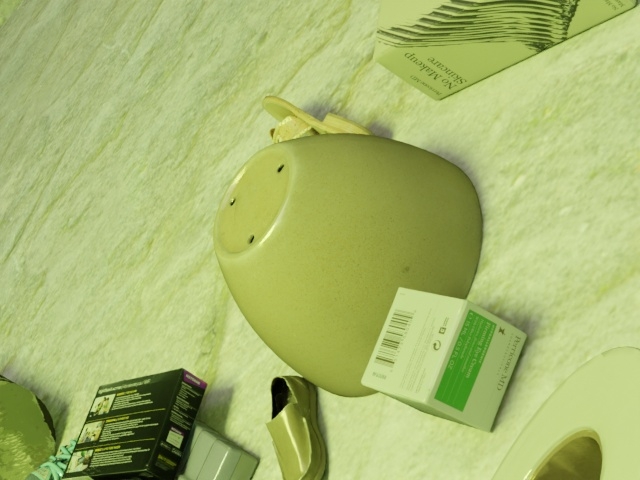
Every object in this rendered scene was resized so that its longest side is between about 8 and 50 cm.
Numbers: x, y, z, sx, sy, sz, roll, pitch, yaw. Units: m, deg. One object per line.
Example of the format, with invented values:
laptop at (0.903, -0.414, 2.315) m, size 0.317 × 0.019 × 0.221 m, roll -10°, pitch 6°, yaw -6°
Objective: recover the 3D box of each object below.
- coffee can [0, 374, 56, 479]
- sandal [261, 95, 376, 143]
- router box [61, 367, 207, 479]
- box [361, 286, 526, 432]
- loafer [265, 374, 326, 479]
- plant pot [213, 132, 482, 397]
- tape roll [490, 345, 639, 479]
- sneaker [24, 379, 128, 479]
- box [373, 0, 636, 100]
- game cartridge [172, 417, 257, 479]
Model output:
coffee can at (-0.552, 0.290, 1.708) m, size 0.275 × 0.201 × 0.201 m, roll 9°, pitch 74°, yaw 56°
sandal at (-0.024, -0.120, 1.386) m, size 0.240 × 0.088 × 0.079 m, roll 22°, pitch 79°, yaw 53°
router box at (-0.226, 0.232, 1.336) m, size 0.179 × 0.046 × 0.133 m, roll -16°, pitch 46°, yaw 43°
box at (0.113, 0.108, 1.016) m, size 0.102 × 0.087 × 0.101 m, roll 9°, pitch 74°, yaw 56°
loafer at (-0.032, 0.205, 1.180) m, size 0.056 × 0.050 × 0.148 m, roll -43°, pitch 36°, yaw 27°
plant pot at (0.000, 0.000, 1.163) m, size 0.284 × 0.191 × 0.284 m, roll -35°, pitch 41°, yaw 37°
tape roll at (0.198, 0.208, 0.657) m, size 0.246 × 0.169 × 0.246 m, roll -60°, pitch 4°, yaw 7°
sneaker at (-0.309, 0.307, 1.424) m, size 0.110 × 0.122 × 0.283 m, roll -3°, pitch 63°, yaw 54°
box at (0.189, -0.253, 1.167) m, size 0.275 × 0.113 × 0.094 m, roll -23°, pitch 49°, yaw 47°
game cartridge at (-0.214, 0.379, 1.300) m, size 0.230 × 0.068 × 0.355 m, roll 13°, pitch 77°, yaw 61°
